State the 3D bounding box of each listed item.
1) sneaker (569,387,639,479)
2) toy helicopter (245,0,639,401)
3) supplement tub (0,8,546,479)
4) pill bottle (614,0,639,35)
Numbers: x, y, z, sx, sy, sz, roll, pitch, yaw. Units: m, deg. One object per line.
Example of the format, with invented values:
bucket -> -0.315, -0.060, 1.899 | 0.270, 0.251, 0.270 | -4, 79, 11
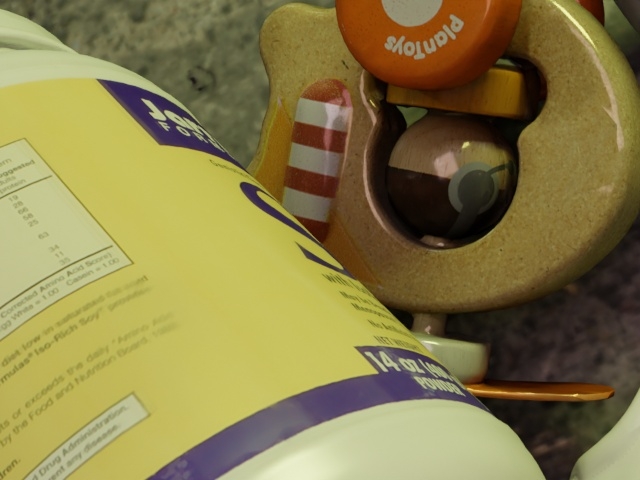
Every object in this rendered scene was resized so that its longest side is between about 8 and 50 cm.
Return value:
sneaker -> 0.153, 0.147, 0.696 | 0.091, 0.094, 0.258 | 24, 81, 44
toy helicopter -> 0.000, 0.000, 0.754 | 0.355, 0.140, 0.235 | -21, 82, 28
supplement tub -> -0.095, 0.074, 0.595 | 0.241, 0.241, 0.331 | -46, 55, 1
pill bottle -> 0.277, -0.189, 0.700 | 0.283, 0.160, 0.160 | -43, 68, 2
